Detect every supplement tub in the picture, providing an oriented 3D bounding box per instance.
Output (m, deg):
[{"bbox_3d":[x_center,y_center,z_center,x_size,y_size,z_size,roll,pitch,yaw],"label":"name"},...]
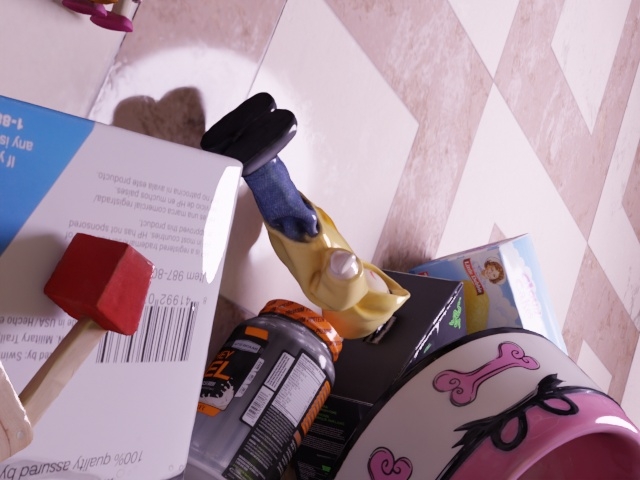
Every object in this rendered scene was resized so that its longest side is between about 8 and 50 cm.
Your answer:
[{"bbox_3d":[-0.062,0.156,0.862,0.190,0.117,0.117,-57,141,-31],"label":"supplement tub"}]

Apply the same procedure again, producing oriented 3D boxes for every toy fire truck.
[{"bbox_3d":[-0.172,0.067,0.427,0.135,0.047,0.192,43,65,-49],"label":"toy fire truck"}]

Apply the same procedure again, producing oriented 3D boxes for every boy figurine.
[{"bbox_3d":[0.000,0.000,0.858,0.092,0.177,0.285,-39,123,-4],"label":"boy figurine"}]

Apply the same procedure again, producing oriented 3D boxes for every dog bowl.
[{"bbox_3d":[0.191,0.307,0.953,0.408,0.150,0.408,-16,118,-32],"label":"dog bowl"}]

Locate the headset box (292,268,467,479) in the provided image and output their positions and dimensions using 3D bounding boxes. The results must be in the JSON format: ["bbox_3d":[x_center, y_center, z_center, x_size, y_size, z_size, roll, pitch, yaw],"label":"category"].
[{"bbox_3d":[0.079,0.202,1.067,0.246,0.131,0.283,-45,134,-47],"label":"headset box"}]

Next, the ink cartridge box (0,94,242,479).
[{"bbox_3d":[-0.228,0.112,0.546,0.285,0.166,0.395,11,90,-55],"label":"ink cartridge box"}]

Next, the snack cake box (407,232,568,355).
[{"bbox_3d":[0.236,0.139,1.189,0.089,0.152,0.264,-18,89,-47],"label":"snack cake box"}]

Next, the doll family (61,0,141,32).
[{"bbox_3d":[-0.158,-0.255,0.589,0.263,0.118,0.163,21,81,-57],"label":"doll family"}]

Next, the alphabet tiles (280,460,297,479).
[{"bbox_3d":[-0.084,0.369,0.991,0.285,0.011,0.342,-37,129,-45],"label":"alphabet tiles"}]
